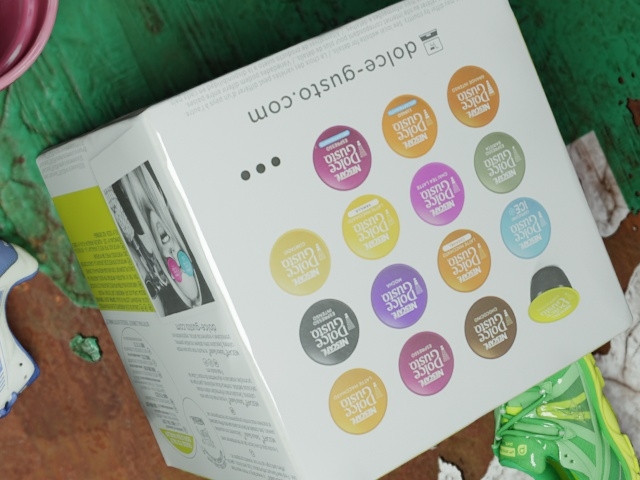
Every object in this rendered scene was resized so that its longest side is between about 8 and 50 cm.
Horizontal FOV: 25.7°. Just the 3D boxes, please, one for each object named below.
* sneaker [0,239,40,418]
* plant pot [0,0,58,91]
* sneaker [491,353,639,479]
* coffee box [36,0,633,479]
[{"bbox_3d":[-0.304,0.137,1.206,0.131,0.112,0.296,6,84,-26],"label":"sneaker"},{"bbox_3d":[-0.339,-0.197,1.175,0.201,0.180,0.201,2,85,-26],"label":"plant pot"},{"bbox_3d":[0.231,0.179,1.461,0.123,0.109,0.295,-37,102,-27],"label":"sneaker"},{"bbox_3d":[0.000,0.000,1.236,0.338,0.338,0.334,-26,98,-25],"label":"coffee box"}]
